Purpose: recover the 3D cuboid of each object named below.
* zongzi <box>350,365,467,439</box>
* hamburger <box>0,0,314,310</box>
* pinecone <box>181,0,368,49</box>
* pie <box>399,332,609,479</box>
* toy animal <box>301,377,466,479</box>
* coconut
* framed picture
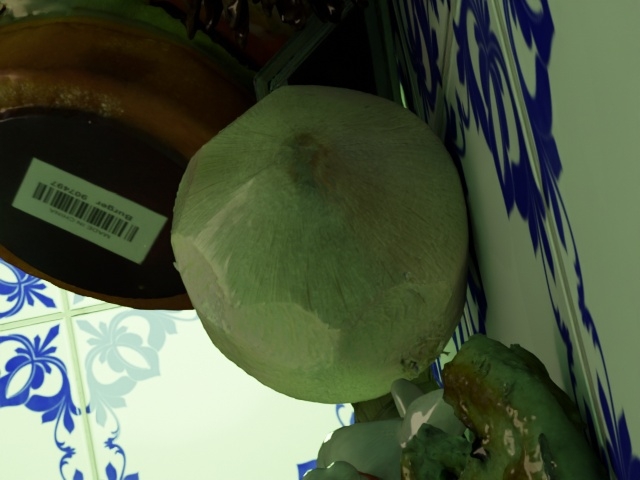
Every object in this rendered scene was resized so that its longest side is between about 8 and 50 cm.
[{"bbox_3d":[0.101,0.236,1.691,0.204,0.094,0.205,-120,13,-56],"label":"zongzi"},{"bbox_3d":[-0.142,-0.114,1.637,0.330,0.330,0.250,81,-159,-51],"label":"hamburger"},{"bbox_3d":[-0.036,-0.226,1.362,0.208,0.207,0.208,169,90,-88],"label":"pinecone"},{"bbox_3d":[0.111,0.207,1.069,0.302,0.067,0.302,174,90,-76],"label":"pie"},{"bbox_3d":[0.048,0.163,1.307,0.138,0.140,0.282,28,166,37],"label":"toy animal"},{"bbox_3d":[0.000,0.000,1.384,0.234,0.224,0.224,92,167,-72],"label":"coconut"},{"bbox_3d":[0.024,-0.053,1.608,0.231,0.018,0.293,-53,-39,-49],"label":"framed picture"}]
